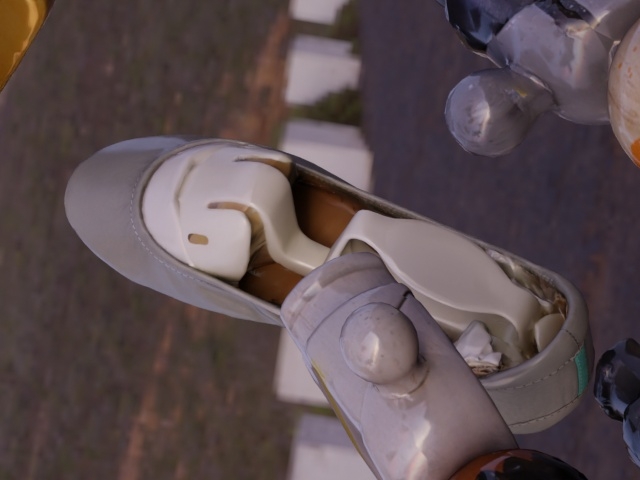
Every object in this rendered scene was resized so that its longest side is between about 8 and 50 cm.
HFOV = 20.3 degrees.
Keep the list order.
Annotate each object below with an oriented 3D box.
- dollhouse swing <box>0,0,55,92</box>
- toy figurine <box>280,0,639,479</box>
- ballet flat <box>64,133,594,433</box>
[{"bbox_3d":[-0.212,-0.127,0.921,0.315,0.305,0.347,52,-149,-25],"label":"dollhouse swing"},{"bbox_3d":[0.112,0.012,0.494,0.148,0.209,0.213,51,124,49],"label":"toy figurine"},{"bbox_3d":[0.000,0.000,0.637,0.072,0.213,0.068,-59,-18,-23],"label":"ballet flat"}]
